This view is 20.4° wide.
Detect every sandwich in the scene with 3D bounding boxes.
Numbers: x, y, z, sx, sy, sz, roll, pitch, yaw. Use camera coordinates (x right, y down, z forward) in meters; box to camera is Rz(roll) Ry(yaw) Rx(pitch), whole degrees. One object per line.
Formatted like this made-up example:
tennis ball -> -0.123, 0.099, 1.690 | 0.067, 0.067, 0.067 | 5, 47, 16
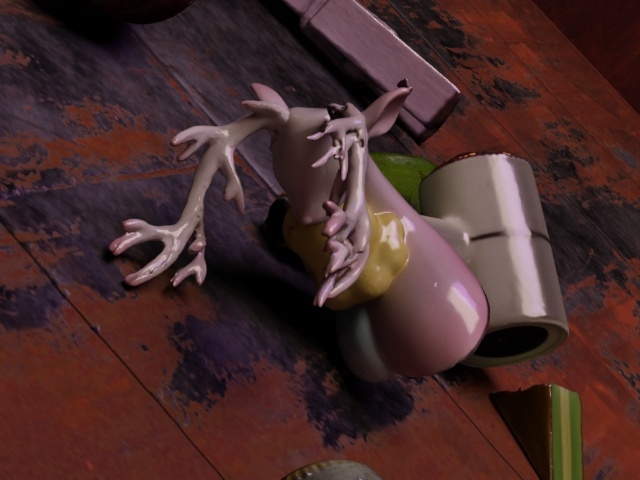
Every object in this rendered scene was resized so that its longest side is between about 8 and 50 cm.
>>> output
sandwich -> 0.223, 0.212, 1.829 | 0.074, 0.074, 0.116 | 23, 61, -49

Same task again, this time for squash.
squash -> 0.081, -0.056, 1.968 | 0.082, 0.082, 0.292 | 51, 19, 15

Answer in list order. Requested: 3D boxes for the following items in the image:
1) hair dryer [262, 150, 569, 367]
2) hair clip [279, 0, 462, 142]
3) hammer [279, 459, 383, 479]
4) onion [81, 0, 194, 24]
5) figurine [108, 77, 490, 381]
hair dryer -> 0.085, 0.004, 1.786 | 0.362, 0.128, 0.203 | 10, 60, -36
hair clip -> 0.038, -0.263, 2.297 | 0.331, 0.085, 0.101 | 41, 4, 0
hammer -> 0.077, 0.276, 1.285 | 0.305, 0.113, 0.202 | 33, 24, -53
onion -> -0.193, -0.338, 1.771 | 0.252, 0.219, 0.252 | 47, 5, -5
figurine -> 0.012, -0.006, 1.512 | 0.315, 0.206, 0.284 | 54, 41, -31
